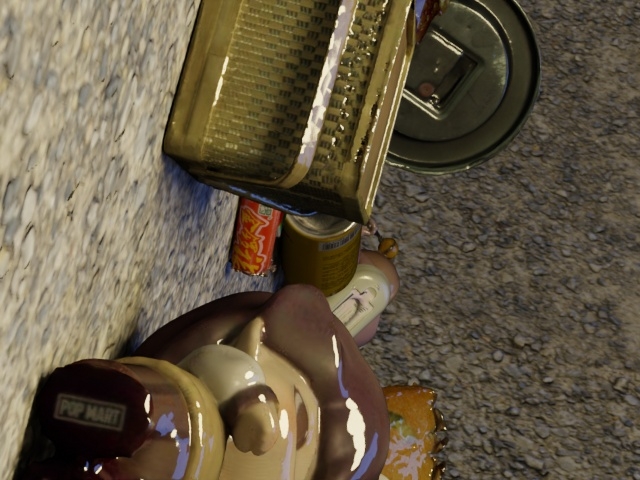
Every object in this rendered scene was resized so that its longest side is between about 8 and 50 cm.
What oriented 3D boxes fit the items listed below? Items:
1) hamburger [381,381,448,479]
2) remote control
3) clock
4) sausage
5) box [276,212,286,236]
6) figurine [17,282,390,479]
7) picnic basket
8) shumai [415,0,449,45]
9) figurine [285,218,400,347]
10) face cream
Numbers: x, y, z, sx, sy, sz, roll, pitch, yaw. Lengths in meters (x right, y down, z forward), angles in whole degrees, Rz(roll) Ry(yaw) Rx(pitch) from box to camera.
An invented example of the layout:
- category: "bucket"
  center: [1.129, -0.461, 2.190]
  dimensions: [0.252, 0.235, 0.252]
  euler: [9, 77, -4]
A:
- category: "hamburger"
  center: [-0.031, 0.376, 2.250]
  dimensions: [0.268, 0.287, 0.445]
  euler: [-10, -117, 55]
- category: "remote control"
  center: [0.007, 0.121, 2.433]
  dimensions: [0.221, 0.078, 0.042]
  euler: [-43, -158, 1]
- category: "clock"
  center: [0.148, -0.225, 2.296]
  dimensions: [0.055, 0.281, 0.280]
  euler: [-85, -172, -73]
- category: "sausage"
  center: [-0.057, -0.032, 1.718]
  dimensions: [0.048, 0.050, 0.145]
  euler: [-17, 136, -34]
- category: "box"
  center: [-0.026, -0.131, 1.870]
  dimensions: [0.132, 0.034, 0.235]
  euler: [93, 13, -76]
- category: "figurine"
  center: [-0.058, 0.135, 1.148]
  dimensions: [0.365, 0.206, 0.218]
  euler: [31, 60, -84]
- category: "picnic basket"
  center: [-0.015, -0.109, 1.291]
  dimensions: [0.266, 0.139, 0.165]
  euler: [52, 53, -85]
- category: "shumai"
  center: [0.084, -0.307, 1.983]
  dimensions: [0.184, 0.142, 0.184]
  euler: [19, 90, -86]
- category: "figurine"
  center: [0.038, 0.031, 2.540]
  dimensions: [0.176, 0.186, 0.287]
  euler: [-145, -130, -67]
- category: "face cream"
  center: [0.000, 0.000, 2.260]
  dimensions: [0.348, 0.105, 0.105]
  euler: [92, 14, -74]
